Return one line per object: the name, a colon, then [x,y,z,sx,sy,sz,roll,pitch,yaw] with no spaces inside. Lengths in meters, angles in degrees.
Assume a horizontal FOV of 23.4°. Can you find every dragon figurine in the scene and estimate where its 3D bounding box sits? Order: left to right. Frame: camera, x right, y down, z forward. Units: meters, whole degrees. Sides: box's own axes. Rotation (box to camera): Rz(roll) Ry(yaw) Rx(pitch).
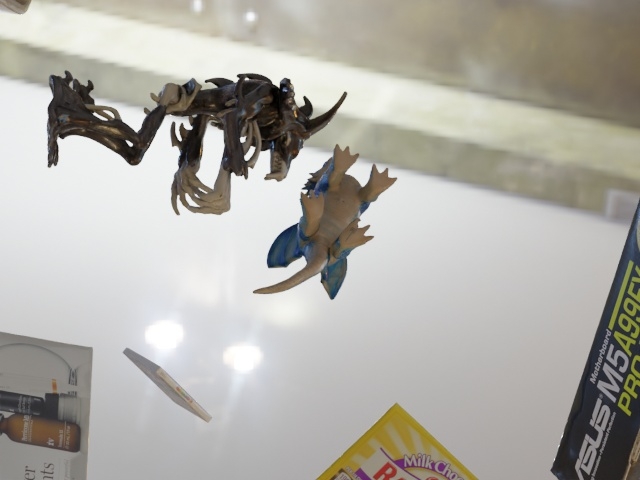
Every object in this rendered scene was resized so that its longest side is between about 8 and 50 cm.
dragon figurine: [0.000,0.000,1.590,0.085,0.144,0.289,27,-133,-3]

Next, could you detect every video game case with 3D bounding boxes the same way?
video game case: [-0.202,0.191,2.046,0.011,0.122,0.087,-51,-141,-14]

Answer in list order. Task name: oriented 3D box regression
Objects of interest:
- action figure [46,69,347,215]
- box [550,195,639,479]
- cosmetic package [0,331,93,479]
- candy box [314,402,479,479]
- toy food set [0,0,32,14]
action figure: [-0.115,-0.089,1.437,0.276,0.140,0.164,2,176,-10]
box: [0.287,0.051,0.944,0.270,0.216,0.060,-6,-146,-30]
cosmetic package: [-0.454,0.282,2.049,0.285,0.097,0.377,10,-138,-15]
candy box: [0.101,0.239,1.283,0.206,0.027,0.105,42,-116,14]
toy food set: [-0.326,-0.226,1.057,0.220,0.092,0.306,8,-179,1]
